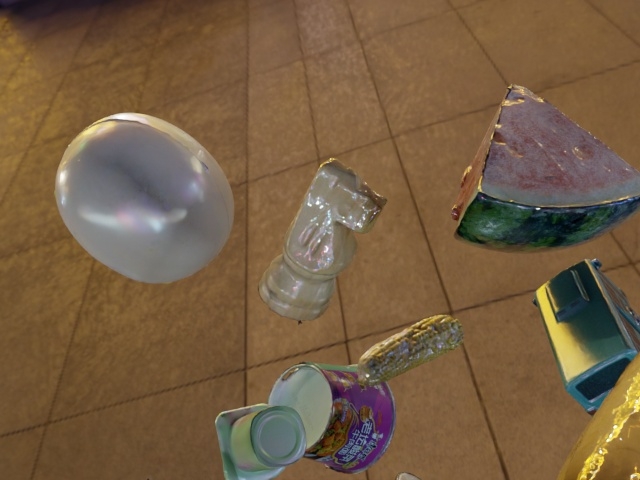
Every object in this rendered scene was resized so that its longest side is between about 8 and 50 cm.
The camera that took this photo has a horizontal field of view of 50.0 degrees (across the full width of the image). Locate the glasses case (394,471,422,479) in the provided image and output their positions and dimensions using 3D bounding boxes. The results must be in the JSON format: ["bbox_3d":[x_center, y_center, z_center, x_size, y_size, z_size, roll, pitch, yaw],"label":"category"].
[{"bbox_3d":[0.107,0.513,1.061,0.060,0.299,0.114,6,20,-38],"label":"glasses case"}]

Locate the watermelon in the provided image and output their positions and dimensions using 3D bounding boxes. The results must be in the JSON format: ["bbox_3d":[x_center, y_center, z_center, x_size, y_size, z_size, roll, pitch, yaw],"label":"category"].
[{"bbox_3d":[0.363,-0.090,1.115,0.251,0.283,0.292,28,76,-2],"label":"watermelon"}]

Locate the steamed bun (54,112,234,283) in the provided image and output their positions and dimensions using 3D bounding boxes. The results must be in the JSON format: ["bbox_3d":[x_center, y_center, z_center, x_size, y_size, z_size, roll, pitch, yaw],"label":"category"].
[{"bbox_3d":[-0.365,-0.086,1.445,0.334,0.374,0.334,-44,11,11],"label":"steamed bun"}]

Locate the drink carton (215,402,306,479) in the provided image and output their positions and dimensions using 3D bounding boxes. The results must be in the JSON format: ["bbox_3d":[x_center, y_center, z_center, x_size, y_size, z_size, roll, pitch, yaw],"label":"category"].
[{"bbox_3d":[-0.101,0.376,1.295,0.144,0.142,0.146,-5,72,-29],"label":"drink carton"}]

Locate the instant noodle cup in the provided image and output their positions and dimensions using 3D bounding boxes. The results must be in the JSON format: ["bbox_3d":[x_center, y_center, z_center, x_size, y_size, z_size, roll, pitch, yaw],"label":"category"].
[{"bbox_3d":[0.012,0.379,1.513,0.251,0.190,0.251,-19,60,37],"label":"instant noodle cup"}]

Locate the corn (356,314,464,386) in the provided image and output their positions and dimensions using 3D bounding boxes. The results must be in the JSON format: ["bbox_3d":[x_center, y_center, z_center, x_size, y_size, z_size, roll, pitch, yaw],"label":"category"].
[{"bbox_3d":[0.188,0.218,1.404,0.288,0.086,0.086,-18,29,-37],"label":"corn"}]

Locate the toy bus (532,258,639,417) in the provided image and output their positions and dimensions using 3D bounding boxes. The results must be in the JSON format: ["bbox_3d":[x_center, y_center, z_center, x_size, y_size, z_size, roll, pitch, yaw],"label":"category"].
[{"bbox_3d":[0.428,0.149,1.064,0.128,0.147,0.256,-39,22,24],"label":"toy bus"}]

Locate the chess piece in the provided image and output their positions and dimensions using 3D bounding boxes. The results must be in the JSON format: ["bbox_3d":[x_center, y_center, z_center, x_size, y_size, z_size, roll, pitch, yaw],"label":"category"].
[{"bbox_3d":[0.000,0.000,1.165,0.137,0.300,0.137,15,41,-13],"label":"chess piece"}]

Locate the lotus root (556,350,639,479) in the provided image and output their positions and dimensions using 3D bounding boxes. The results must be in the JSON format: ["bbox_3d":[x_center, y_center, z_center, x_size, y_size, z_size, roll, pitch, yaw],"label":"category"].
[{"bbox_3d":[0.264,0.147,0.473,0.303,0.130,0.146,-37,31,-27],"label":"lotus root"}]

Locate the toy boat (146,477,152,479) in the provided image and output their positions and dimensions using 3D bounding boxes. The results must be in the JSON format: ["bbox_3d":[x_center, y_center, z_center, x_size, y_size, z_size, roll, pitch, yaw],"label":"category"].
[{"bbox_3d":[-0.378,0.659,1.583,0.066,0.084,0.210,-26,79,-11],"label":"toy boat"}]
